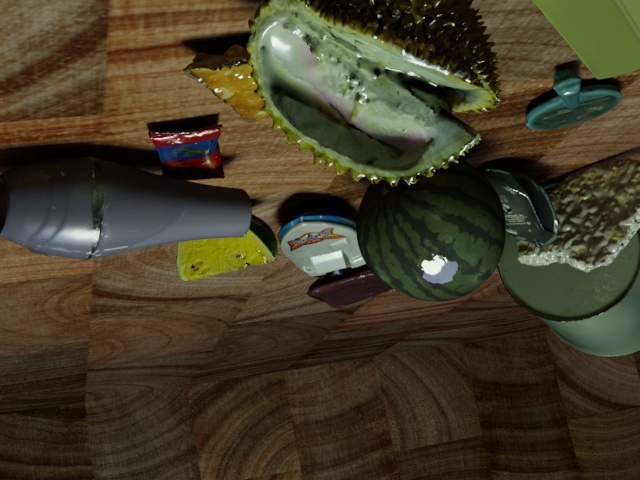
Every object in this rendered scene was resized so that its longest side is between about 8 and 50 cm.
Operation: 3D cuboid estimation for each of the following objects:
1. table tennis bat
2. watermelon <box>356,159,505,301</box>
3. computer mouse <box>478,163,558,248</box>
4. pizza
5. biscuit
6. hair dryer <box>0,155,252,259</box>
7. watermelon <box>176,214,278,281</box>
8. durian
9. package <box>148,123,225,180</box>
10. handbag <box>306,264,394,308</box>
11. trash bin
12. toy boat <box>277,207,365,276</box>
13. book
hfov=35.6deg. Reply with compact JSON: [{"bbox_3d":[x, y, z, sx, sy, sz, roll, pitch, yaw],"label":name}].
[{"bbox_3d":[0.314,-0.175,1.249,0.124,0.033,0.201,-17,170,15],"label":"table tennis bat"},{"bbox_3d":[0.151,-0.018,1.381,0.212,0.212,0.212,-10,166,-3],"label":"watermelon"},{"bbox_3d":[0.302,-0.061,1.541,0.106,0.062,0.192,0,146,43],"label":"computer mouse"},{"bbox_3d":[-0.065,-0.164,0.991,0.176,0.036,0.185,-2,164,-30],"label":"pizza"},{"bbox_3d":[0.425,-0.032,1.572,0.265,0.188,0.040,-31,137,29],"label":"biscuit"},{"bbox_3d":[-0.291,-0.023,1.281,0.301,0.121,0.361,1,173,-32],"label":"hair dryer"},{"bbox_3d":[-0.150,-0.004,1.457,0.181,0.092,0.075,-11,155,35],"label":"watermelon"},{"bbox_3d":[0.041,-0.171,0.873,0.193,0.138,0.237,-31,114,35],"label":"durian"},{"bbox_3d":[-0.158,-0.101,1.200,0.083,0.022,0.200,-9,168,-7],"label":"package"},{"bbox_3d":[0.090,0.062,1.923,0.216,0.074,0.203,-18,165,18],"label":"handbag"},{"bbox_3d":[0.496,0.057,1.815,0.280,0.280,0.432,-17,161,22],"label":"trash bin"},{"bbox_3d":[0.000,0.000,1.573,0.129,0.088,0.295,-13,166,8],"label":"toy boat"},{"bbox_3d":[0.346,-0.248,0.979,0.239,0.035,0.352,-16,166,25],"label":"book"}]
